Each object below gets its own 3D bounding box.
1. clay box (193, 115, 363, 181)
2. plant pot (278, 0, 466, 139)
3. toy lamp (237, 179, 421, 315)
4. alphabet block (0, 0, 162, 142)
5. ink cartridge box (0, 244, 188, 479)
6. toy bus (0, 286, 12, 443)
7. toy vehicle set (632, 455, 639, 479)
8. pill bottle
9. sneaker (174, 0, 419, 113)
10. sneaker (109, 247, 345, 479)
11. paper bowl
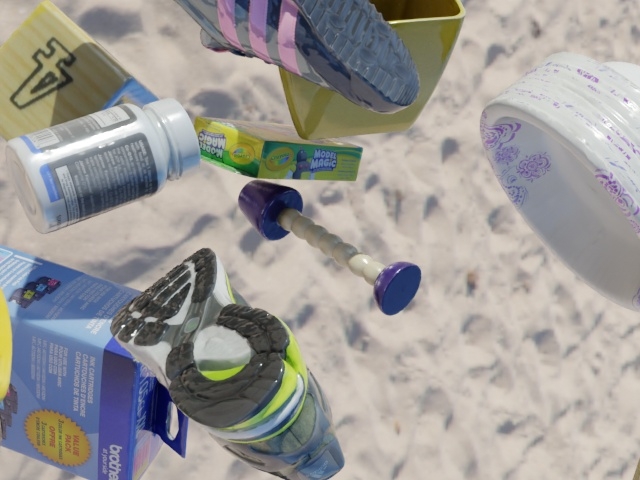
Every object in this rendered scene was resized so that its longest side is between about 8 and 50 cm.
[{"bbox_3d":[-0.064,-0.116,1.260,0.222,0.127,0.053,-1,109,-51],"label":"clay box"},{"bbox_3d":[0.035,-0.240,1.189,0.187,0.212,0.212,92,-11,-46],"label":"plant pot"},{"bbox_3d":[0.000,0.000,1.244,0.080,0.275,0.080,-29,136,-32],"label":"toy lamp"},{"bbox_3d":[-0.367,-0.200,1.474,0.193,0.197,0.192,-48,162,-1],"label":"alphabet block"},{"bbox_3d":[-0.357,0.188,1.428,0.151,0.395,0.270,-60,164,-55],"label":"ink cartridge box"},{"bbox_3d":[-0.337,0.114,0.653,0.211,0.149,0.220,19,114,-35],"label":"toy bus"},{"bbox_3d":[0.270,0.141,0.742,0.166,0.035,0.267,-34,138,-63],"label":"toy vehicle set"},{"bbox_3d":[-0.170,-0.063,0.783,0.137,0.078,0.078,-22,110,-25],"label":"pill bottle"},{"bbox_3d":[-0.048,-0.220,0.995,0.319,0.131,0.112,40,44,-4],"label":"sneaker"},{"bbox_3d":[-0.077,0.100,0.774,0.111,0.300,0.121,-36,117,-7],"label":"sneaker"},{"bbox_3d":[0.313,-0.074,1.055,0.148,0.284,0.284,-39,126,-8],"label":"paper bowl"}]
